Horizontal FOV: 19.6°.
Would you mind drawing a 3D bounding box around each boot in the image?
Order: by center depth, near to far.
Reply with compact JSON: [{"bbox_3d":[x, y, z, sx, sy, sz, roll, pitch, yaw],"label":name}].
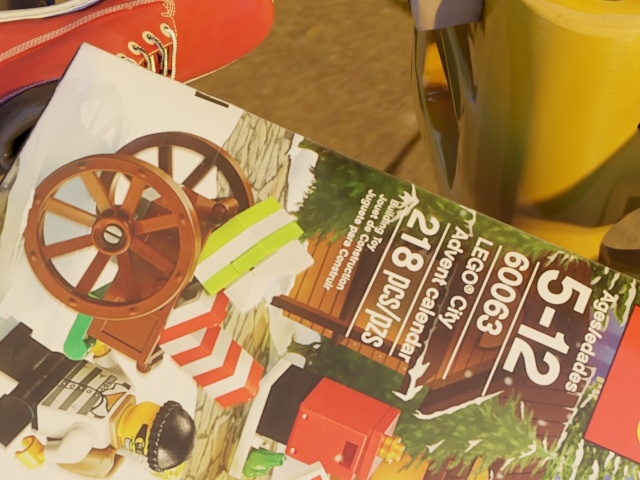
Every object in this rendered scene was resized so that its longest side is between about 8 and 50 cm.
[{"bbox_3d":[-0.109,-0.100,1.149,0.176,0.244,0.088,37,137,49],"label":"boot"}]

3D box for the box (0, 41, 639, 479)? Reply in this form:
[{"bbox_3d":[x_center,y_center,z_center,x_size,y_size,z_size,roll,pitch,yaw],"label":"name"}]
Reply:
[{"bbox_3d":[-0.023,0.094,0.334,0.159,0.044,0.233,23,66,5],"label":"box"}]

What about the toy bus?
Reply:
[{"bbox_3d":[0.065,-0.066,0.365,0.104,0.191,0.202,-11,106,-5],"label":"toy bus"}]

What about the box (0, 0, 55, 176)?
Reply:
[{"bbox_3d":[-0.354,-0.230,1.543,0.073,0.295,0.293,-15,67,41],"label":"box"}]
